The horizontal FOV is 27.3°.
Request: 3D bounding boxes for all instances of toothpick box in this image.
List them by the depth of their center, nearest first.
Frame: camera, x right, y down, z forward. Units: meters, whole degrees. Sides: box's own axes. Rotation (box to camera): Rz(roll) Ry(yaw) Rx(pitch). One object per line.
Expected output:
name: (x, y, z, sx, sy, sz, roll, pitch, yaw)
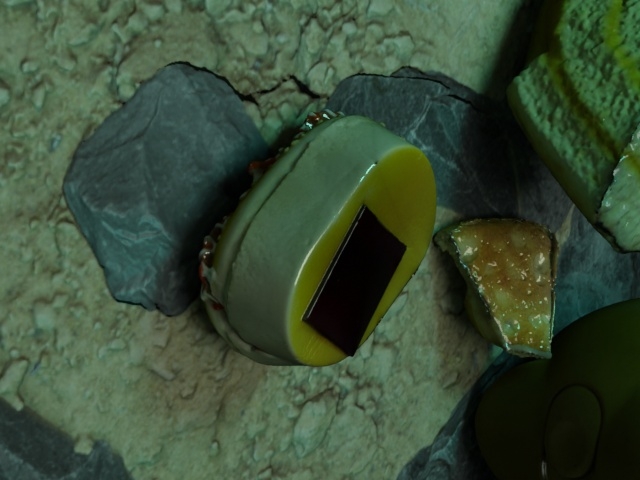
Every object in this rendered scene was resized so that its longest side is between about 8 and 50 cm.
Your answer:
toothpick box: (0.467, 0.278, 1.775, 0.425, 0.409, 0.408, 6, 98, -38)

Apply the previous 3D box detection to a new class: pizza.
pizza: (0.218, 0.056, 1.707, 0.204, 0.081, 0.188, 13, 70, -35)

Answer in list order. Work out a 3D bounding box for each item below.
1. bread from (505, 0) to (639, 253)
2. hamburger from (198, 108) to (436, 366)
bread: (0.380, -0.202, 1.653, 0.395, 0.264, 0.239, -52, 144, -6)
hamburger: (0.000, 0.000, 1.426, 0.295, 0.151, 0.227, -54, 138, -24)
